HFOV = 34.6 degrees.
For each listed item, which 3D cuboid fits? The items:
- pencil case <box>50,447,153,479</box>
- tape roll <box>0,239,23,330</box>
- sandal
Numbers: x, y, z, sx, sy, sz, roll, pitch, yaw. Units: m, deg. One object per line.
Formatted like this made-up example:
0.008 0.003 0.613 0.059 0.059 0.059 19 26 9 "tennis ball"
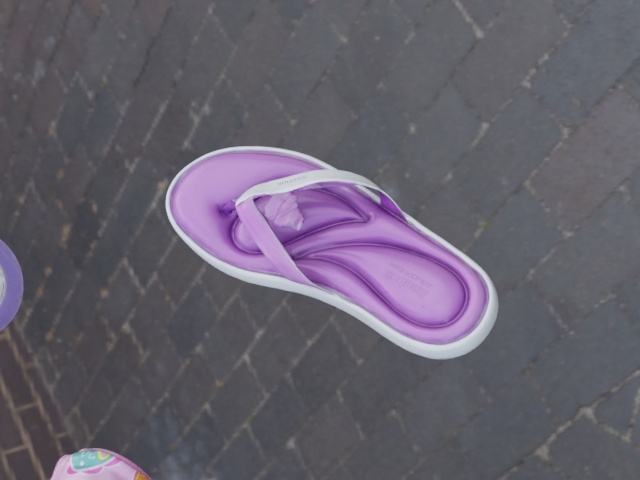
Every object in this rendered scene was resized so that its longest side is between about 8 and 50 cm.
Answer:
-0.261 0.330 0.957 0.124 0.284 0.124 18 138 17 "pencil case"
-0.588 0.076 1.673 0.080 0.189 0.188 -19 85 50 "tape roll"
0.007 -0.013 1.141 0.416 0.169 0.102 23 162 20 "sandal"
